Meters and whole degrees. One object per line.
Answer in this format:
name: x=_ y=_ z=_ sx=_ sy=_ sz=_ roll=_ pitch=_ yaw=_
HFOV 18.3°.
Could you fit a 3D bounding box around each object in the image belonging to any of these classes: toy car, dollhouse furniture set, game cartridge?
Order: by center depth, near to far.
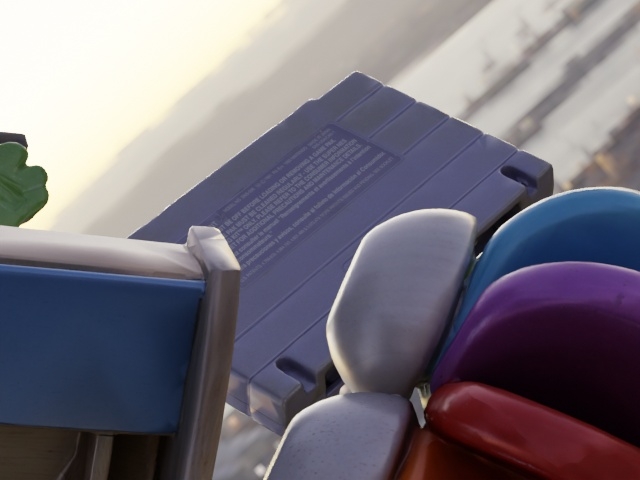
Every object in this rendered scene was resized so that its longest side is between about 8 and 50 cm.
dollhouse furniture set: x=-0.117 y=0.145 z=0.582 sx=0.303 sy=0.198 sz=0.286 roll=-123 pitch=41 yaw=-66
toy car: x=0.075 y=0.060 z=0.632 sx=0.136 sy=0.159 sz=0.182 roll=114 pitch=180 yaw=-59
game cartridge: x=0.000 y=0.000 z=1.644 sx=0.355 sy=0.230 sz=0.068 roll=-39 pitch=-41 yaw=-34

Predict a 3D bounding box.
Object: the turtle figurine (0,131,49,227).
turtle figurine: x=-0.223 y=-0.024 z=1.308 sx=0.275 sy=0.198 sz=0.266 roll=-8 pitch=-21 yaw=-17
